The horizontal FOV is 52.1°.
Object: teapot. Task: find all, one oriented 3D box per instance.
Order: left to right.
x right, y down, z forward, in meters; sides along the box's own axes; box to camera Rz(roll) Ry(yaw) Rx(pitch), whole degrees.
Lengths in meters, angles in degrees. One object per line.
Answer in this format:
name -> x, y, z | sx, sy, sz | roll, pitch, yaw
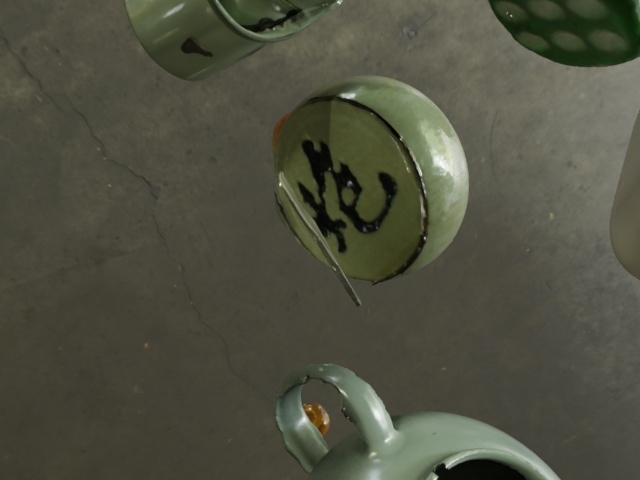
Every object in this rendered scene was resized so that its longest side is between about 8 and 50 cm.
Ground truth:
teapot -> 0.075, 0.190, 0.376 | 0.193, 0.129, 0.294 | -29, 70, -38

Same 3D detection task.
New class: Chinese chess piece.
Chinese chess piece -> 0.075, -0.099, 1.107 | 0.349, 0.349, 0.146 | 49, 47, 12

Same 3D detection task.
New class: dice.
dice -> 0.511, -0.519, 1.229 | 0.297, 0.287, 0.300 | 18, 75, 48

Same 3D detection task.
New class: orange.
orange -> -0.018, 0.409, 1.480 | 0.086, 0.062, 0.086 | -9, 53, 12

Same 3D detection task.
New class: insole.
insole -> 0.000, 0.000, 0.780 | 0.010, 0.063, 0.192 | -31, 110, 4

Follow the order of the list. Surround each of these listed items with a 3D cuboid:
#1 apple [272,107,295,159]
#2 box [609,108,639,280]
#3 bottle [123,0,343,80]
apple -> -0.022, -0.228, 1.548 | 0.188, 0.188, 0.174 | -23, 78, -2
box -> 0.415, -0.122, 0.676 | 0.141, 0.349, 0.289 | 20, 68, 15
bottle -> -0.106, -0.384, 0.964 | 0.351, 0.229, 0.229 | -13, 74, 33
